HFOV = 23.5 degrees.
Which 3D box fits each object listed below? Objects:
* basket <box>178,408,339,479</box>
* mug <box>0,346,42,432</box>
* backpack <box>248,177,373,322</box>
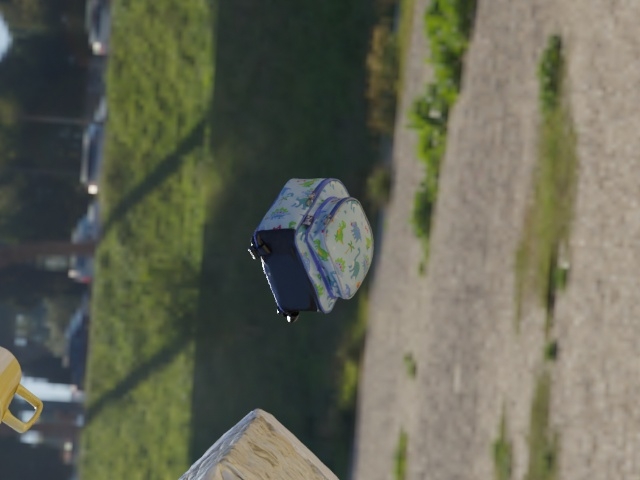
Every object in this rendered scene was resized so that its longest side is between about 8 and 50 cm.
[{"bbox_3d":[-0.077,0.416,1.639,0.328,0.331,0.266,-46,-1,6],"label":"basket"},{"bbox_3d":[-0.273,0.123,1.264,0.078,0.062,0.064,62,-155,-18],"label":"mug"},{"bbox_3d":[0.000,0.000,1.417,0.105,0.084,0.114,67,-148,-34],"label":"backpack"}]
